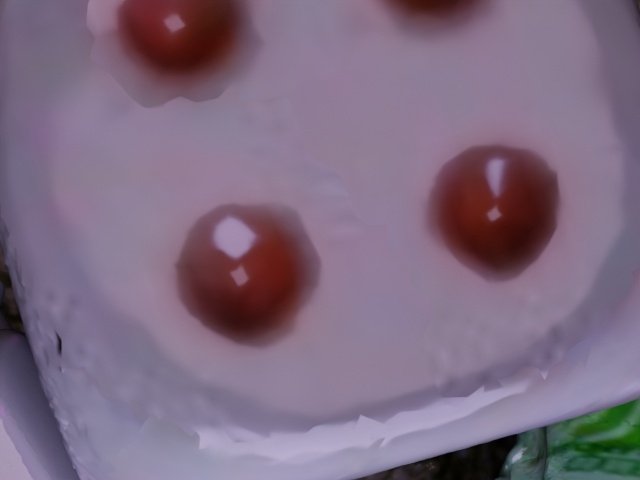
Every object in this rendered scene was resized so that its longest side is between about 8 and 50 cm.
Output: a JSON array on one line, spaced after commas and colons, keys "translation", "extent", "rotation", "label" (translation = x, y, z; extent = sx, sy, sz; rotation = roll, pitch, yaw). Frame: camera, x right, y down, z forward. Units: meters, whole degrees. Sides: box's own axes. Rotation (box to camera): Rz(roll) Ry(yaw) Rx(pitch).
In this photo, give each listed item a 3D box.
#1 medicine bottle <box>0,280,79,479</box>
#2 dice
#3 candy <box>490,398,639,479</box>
[{"translation": [-0.136, 0.152, 0.650], "extent": [0.124, 0.179, 0.324], "rotation": [-30, 82, -13], "label": "medicine bottle"}, {"translation": [-0.001, -0.018, 0.456], "extent": [0.192, 0.194, 0.193], "rotation": [-16, 79, -3], "label": "dice"}, {"translation": [0.205, 0.067, 0.676], "extent": [0.398, 0.263, 0.172], "rotation": [-36, 51, -14], "label": "candy"}]
